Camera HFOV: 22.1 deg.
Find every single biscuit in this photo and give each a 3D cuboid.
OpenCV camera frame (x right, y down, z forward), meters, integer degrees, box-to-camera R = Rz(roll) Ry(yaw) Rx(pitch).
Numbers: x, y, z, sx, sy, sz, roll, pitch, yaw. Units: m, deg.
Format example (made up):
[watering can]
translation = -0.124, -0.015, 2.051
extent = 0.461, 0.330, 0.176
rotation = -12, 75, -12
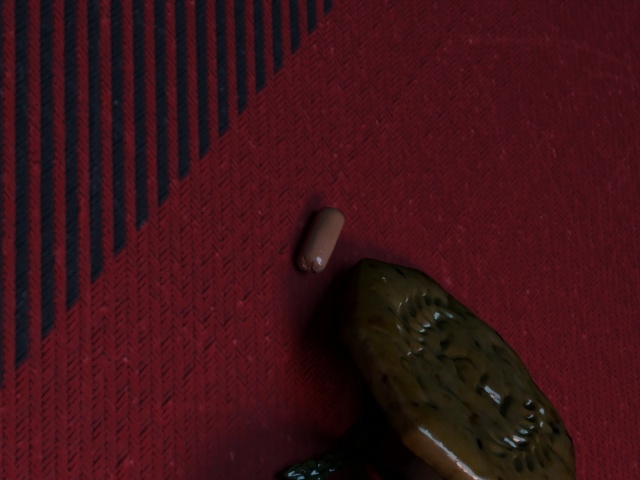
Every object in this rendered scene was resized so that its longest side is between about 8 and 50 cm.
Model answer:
[biscuit]
translation = 0.155, 0.159, 1.783
extent = 0.359, 0.046, 0.359
rotation = 38, 23, -20

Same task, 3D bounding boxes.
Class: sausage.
[sausage]
translation = 0.000, 0.000, 1.778
extent = 0.034, 0.034, 0.083
rotation = 48, 49, -30

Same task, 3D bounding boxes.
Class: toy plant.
[toy plant]
translation = 0.144, 0.250, 1.823
extent = 0.200, 0.105, 0.143
rotation = 37, 68, -48

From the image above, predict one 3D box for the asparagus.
[asparagus]
translation = 0.036, 0.220, 1.765
extent = 0.236, 0.027, 0.034
rotation = -25, 103, -50
